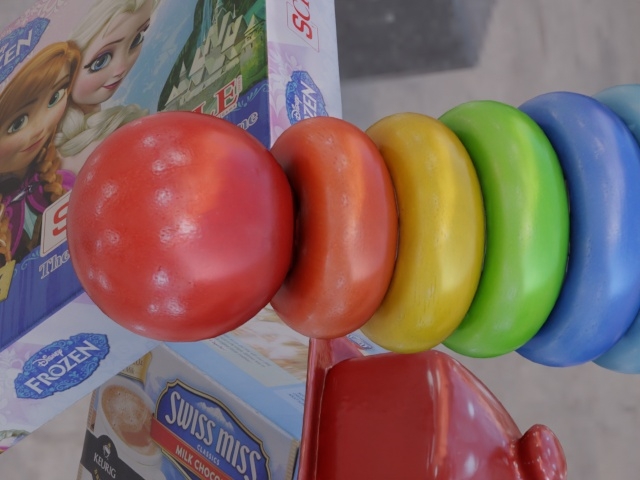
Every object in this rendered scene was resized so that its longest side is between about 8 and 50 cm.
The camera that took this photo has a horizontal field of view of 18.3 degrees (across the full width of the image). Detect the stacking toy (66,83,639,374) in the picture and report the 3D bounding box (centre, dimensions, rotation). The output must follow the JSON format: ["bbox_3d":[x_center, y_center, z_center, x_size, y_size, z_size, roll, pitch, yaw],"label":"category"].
[{"bbox_3d":[0.060,-0.003,0.809,0.330,0.141,0.141,0,90,-24],"label":"stacking toy"}]

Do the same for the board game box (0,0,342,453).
[{"bbox_3d":[-0.126,-0.058,1.194,0.066,0.319,0.318,37,31,-32],"label":"board game box"}]

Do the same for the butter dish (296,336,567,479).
[{"bbox_3d":[0.068,0.124,1.011,0.160,0.118,0.160,51,31,-37],"label":"butter dish"}]

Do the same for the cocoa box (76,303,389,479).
[{"bbox_3d":[-0.038,0.210,1.815,0.231,0.347,0.228,-1,109,-35],"label":"cocoa box"}]
